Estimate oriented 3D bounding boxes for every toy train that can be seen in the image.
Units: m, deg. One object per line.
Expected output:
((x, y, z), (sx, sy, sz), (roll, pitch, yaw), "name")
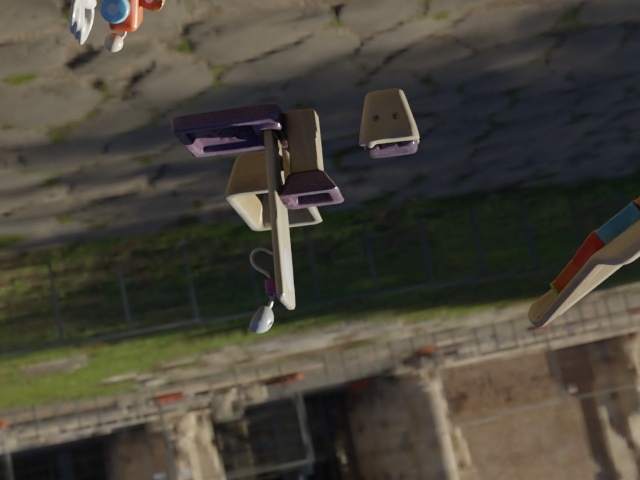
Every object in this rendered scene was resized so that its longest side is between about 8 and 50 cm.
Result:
((-0.116, -0.172, 0.748), (0.046, 0.125, 0.166), (4, -166, -3), "toy train")

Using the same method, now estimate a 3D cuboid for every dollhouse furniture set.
((0.000, 0.000, 0.489), (0.090, 0.081, 0.114), (-7, 167, 6), "dollhouse furniture set")

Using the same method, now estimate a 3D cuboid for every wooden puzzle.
((0.314, -0.014, 1.197), (0.221, 0.044, 0.239), (-35, 171, -17), "wooden puzzle")
